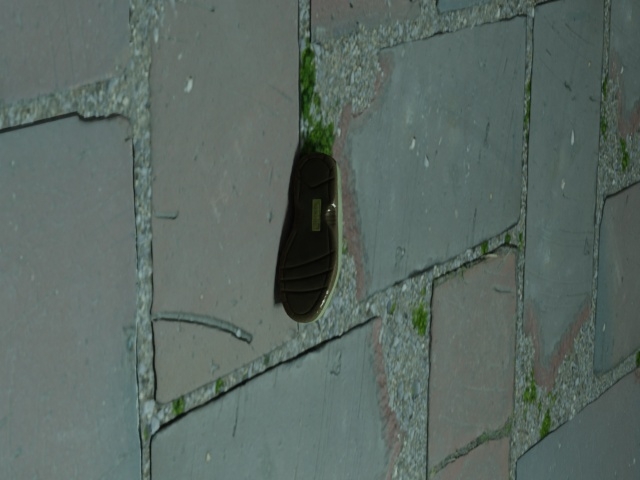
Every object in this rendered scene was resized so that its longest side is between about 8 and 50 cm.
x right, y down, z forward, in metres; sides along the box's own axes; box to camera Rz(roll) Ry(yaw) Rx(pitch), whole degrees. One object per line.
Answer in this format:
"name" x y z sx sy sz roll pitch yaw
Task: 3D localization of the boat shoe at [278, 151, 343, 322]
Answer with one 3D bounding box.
"boat shoe" 0.000 0.000 2.113 0.072 0.068 0.190 27 72 -74
